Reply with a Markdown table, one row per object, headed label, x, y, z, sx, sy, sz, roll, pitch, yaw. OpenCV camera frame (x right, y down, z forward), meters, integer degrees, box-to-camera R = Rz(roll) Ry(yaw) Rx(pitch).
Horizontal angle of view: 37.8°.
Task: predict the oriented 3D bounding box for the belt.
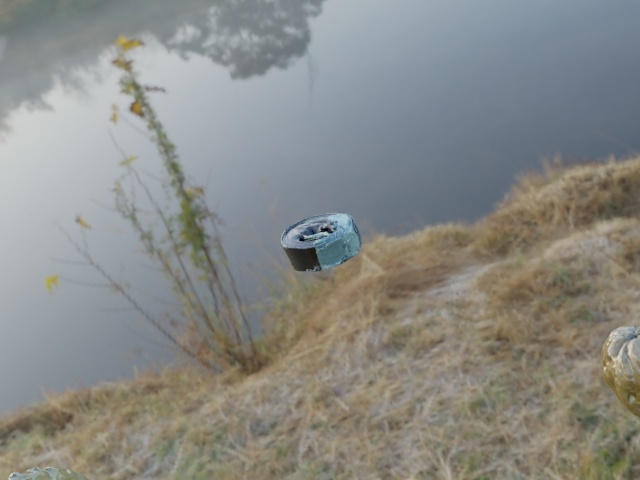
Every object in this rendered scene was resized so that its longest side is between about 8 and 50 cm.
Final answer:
| label | x | y | z | sx | sy | sz | roll | pitch | yaw |
| --- | --- | --- | --- | --- | --- | --- | --- | --- | --- |
| belt | 0.000 | 0.000 | 1.500 | 0.140 | 0.058 | 0.105 | -6 | 32 | 32 |

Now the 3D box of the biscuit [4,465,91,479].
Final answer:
| label | x | y | z | sx | sy | sz | roll | pitch | yaw |
| --- | --- | --- | --- | --- | --- | --- | --- | --- | --- |
| biscuit | -0.174 | 0.255 | 0.589 | 0.033 | 0.219 | 0.220 | -12 | 27 | 29 |

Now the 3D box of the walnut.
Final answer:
| label | x | y | z | sx | sy | sz | roll | pitch | yaw |
| --- | --- | --- | --- | --- | --- | --- | --- | --- | --- |
| walnut | 0.311 | 0.124 | 0.887 | 0.082 | 0.096 | 0.079 | -44 | 27 | -24 |
